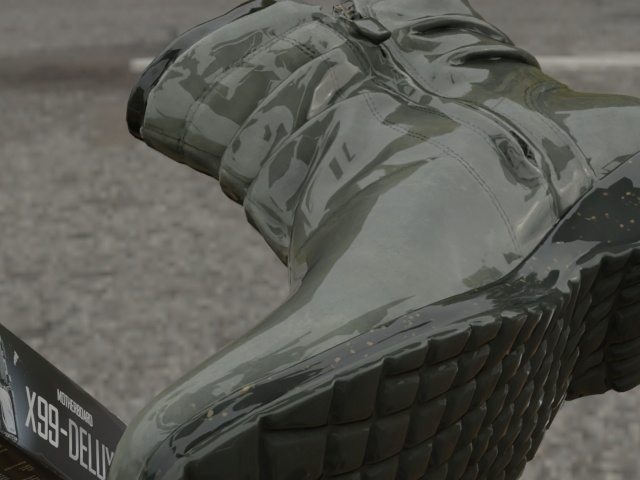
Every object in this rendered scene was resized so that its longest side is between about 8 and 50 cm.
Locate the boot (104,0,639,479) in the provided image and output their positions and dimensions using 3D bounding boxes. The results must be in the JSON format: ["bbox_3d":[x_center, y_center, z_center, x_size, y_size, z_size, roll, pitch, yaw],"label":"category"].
[{"bbox_3d":[0.000,0.000,0.500,0.161,0.083,0.246,33,41,30],"label":"boot"}]

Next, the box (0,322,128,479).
[{"bbox_3d":[-0.278,0.154,1.064,0.307,0.242,0.076,-21,56,15],"label":"box"}]
